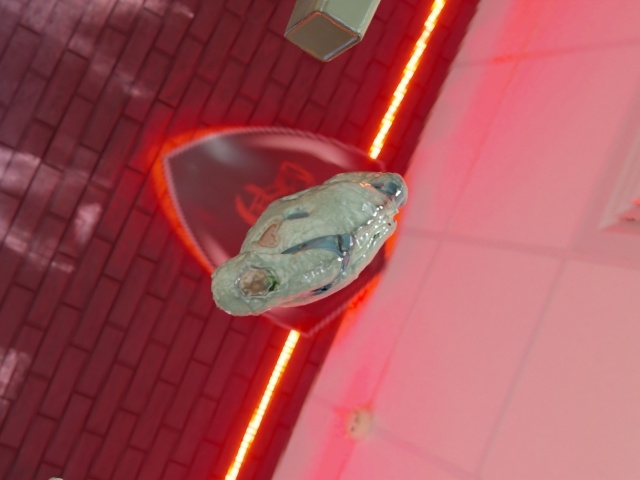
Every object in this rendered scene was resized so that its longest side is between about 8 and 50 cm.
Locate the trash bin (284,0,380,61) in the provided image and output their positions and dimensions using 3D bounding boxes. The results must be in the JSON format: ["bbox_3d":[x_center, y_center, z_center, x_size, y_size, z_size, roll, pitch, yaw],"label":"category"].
[{"bbox_3d":[0.017,-0.165,0.664,0.061,0.043,0.092,-16,-130,62],"label":"trash bin"}]

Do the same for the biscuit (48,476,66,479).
[{"bbox_3d":[-0.172,0.329,0.965,0.147,0.250,0.046,-63,-157,-9],"label":"biscuit"}]

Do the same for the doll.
[{"bbox_3d":[0.000,0.000,0.718,0.104,0.071,0.214,-13,-167,30],"label":"doll"}]
